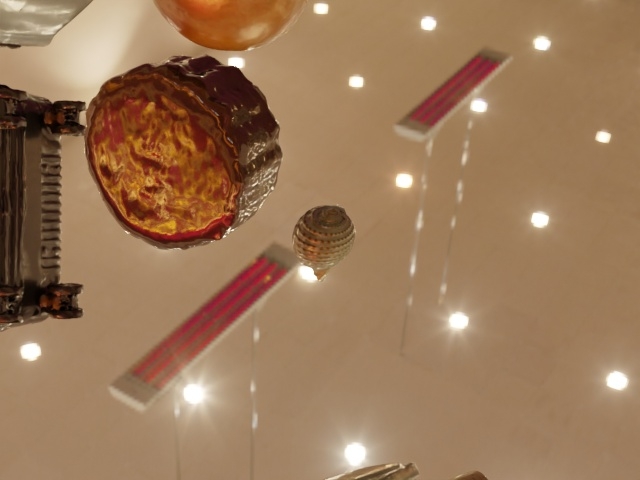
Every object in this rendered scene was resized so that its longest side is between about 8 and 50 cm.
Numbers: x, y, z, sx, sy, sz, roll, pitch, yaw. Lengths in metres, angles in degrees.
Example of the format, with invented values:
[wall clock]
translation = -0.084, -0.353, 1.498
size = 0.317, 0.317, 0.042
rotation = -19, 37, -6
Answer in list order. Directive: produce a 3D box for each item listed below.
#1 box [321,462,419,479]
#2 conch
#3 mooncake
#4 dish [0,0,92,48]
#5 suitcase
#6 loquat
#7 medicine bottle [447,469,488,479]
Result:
[box]
translation = -0.047, 0.300, 0.819
size = 0.253, 0.329, 0.177
rotation = -26, -105, 20
[conch]
translation = -0.003, -0.002, 1.082
size = 0.057, 0.085, 0.076
rotation = 18, -149, -30
[mooncake]
translation = -0.224, -0.151, 1.773
size = 0.324, 0.323, 0.187
rotation = 20, -152, 18
[dish]
translation = -0.313, -0.208, 0.929
size = 0.182, 0.080, 0.243
rotation = 2, -171, 11
[suitcase]
translation = -0.335, -0.027, 0.843
size = 0.312, 0.202, 0.128
rotation = 2, -179, 28
[loquat]
translation = -0.134, -0.418, 1.610
size = 0.263, 0.263, 0.263
rotation = 2, -140, -2
[medicine bottle]
translation = 0.132, 0.370, 1.423
size = 0.231, 0.059, 0.059
rotation = -13, -138, -35
